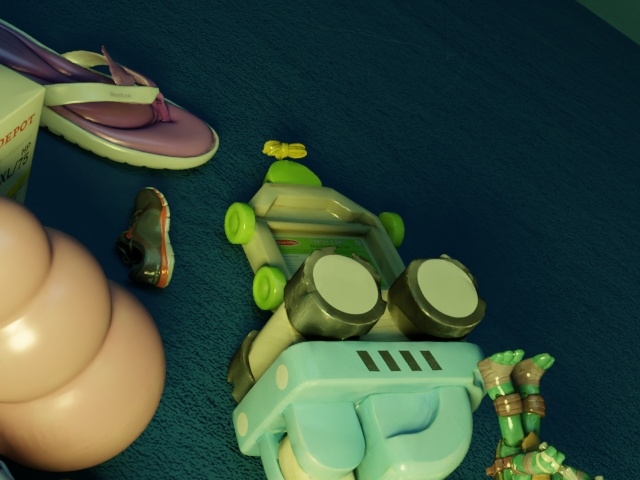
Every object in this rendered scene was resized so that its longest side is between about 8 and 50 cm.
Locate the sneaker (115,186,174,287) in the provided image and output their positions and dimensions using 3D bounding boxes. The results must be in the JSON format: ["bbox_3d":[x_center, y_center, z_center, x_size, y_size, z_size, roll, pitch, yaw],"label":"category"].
[{"bbox_3d":[-0.225,-0.010,1.603,0.065,0.061,0.158,4,43,-22],"label":"sneaker"}]

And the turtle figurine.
[{"bbox_3d":[0.239,0.241,1.396,0.175,0.118,0.234,33,42,-65],"label":"turtle figurine"}]

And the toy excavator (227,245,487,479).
[{"bbox_3d":[0.023,0.248,1.371,0.433,0.222,0.445,2,53,-31],"label":"toy excavator"}]

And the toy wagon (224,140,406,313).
[{"bbox_3d":[0.000,0.000,1.740,0.267,0.068,0.344,3,43,-33],"label":"toy wagon"}]

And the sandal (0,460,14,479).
[{"bbox_3d":[-0.275,0.255,1.079,0.317,0.138,0.126,17,33,41],"label":"sandal"}]

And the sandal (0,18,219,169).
[{"bbox_3d":[-0.325,-0.215,1.734,0.416,0.102,0.169,22,37,-12],"label":"sandal"}]

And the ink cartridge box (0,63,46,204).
[{"bbox_3d":[-0.431,-0.051,1.303,0.197,0.270,0.198,25,36,7],"label":"ink cartridge box"}]

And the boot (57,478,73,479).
[{"bbox_3d":[-0.252,0.336,1.175,0.189,0.076,0.208,42,44,16],"label":"boot"}]

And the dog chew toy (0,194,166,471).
[{"bbox_3d":[-0.280,0.081,1.228,0.206,0.332,0.207,-9,51,12],"label":"dog chew toy"}]
